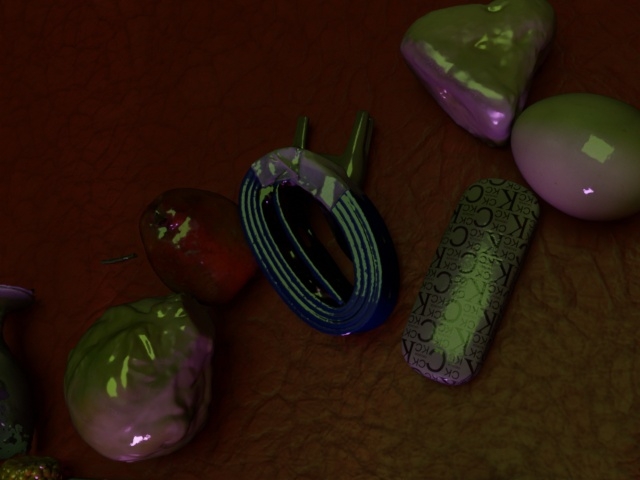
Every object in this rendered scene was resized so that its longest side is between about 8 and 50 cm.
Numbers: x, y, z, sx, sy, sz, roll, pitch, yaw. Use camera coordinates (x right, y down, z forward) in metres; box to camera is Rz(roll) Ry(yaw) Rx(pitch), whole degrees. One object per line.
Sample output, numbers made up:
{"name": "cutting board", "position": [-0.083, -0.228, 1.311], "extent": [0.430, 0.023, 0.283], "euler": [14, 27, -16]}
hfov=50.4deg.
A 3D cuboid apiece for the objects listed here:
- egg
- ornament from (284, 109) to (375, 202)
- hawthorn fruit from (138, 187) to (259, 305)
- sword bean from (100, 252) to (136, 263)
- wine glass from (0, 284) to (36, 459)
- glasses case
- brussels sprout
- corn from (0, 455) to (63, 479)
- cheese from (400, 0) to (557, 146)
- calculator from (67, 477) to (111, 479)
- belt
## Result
{"name": "egg", "position": [0.415, -0.136, 1.068], "extent": [0.254, 0.188, 0.188], "euler": [37, 87, 32]}
{"name": "ornament", "position": [-0.024, -0.129, 1.304], "extent": [0.230, 0.061, 0.245], "euler": [7, 80, 24]}
{"name": "hawthorn fruit", "position": [-0.226, -0.003, 1.224], "extent": [0.210, 0.262, 0.210], "euler": [-8, 63, 17]}
{"name": "sword bean", "position": [-0.423, 0.039, 1.425], "extent": [0.083, 0.012, 0.012], "euler": [-12, 68, 15]}
{"name": "wine glass", "position": [-0.657, 0.268, 1.337], "extent": [0.190, 0.190, 0.357], "euler": [-16, 63, 15]}
{"name": "glasses case", "position": [0.247, 0.063, 1.118], "extent": [0.137, 0.085, 0.354], "euler": [20, 79, 27]}
{"name": "brussels sprout", "position": [-0.307, 0.243, 1.183], "extent": [0.317, 0.243, 0.273], "euler": [-28, 43, 31]}
{"name": "corn", "position": [-0.604, 0.567, 1.232], "extent": [0.144, 0.144, 0.387], "euler": [19, 79, 26]}
{"name": "cheese", "position": [0.275, -0.327, 1.199], "extent": [0.248, 0.173, 0.251], "euler": [30, 85, 18]}
{"name": "calculator", "position": [-0.387, 0.505, 1.225], "extent": [0.246, 0.045, 0.141], "euler": [-3, 70, 21]}
{"name": "belt", "position": [0.000, 0.000, 1.183], "extent": [0.212, 0.117, 0.347], "euler": [-37, 72, 17]}
